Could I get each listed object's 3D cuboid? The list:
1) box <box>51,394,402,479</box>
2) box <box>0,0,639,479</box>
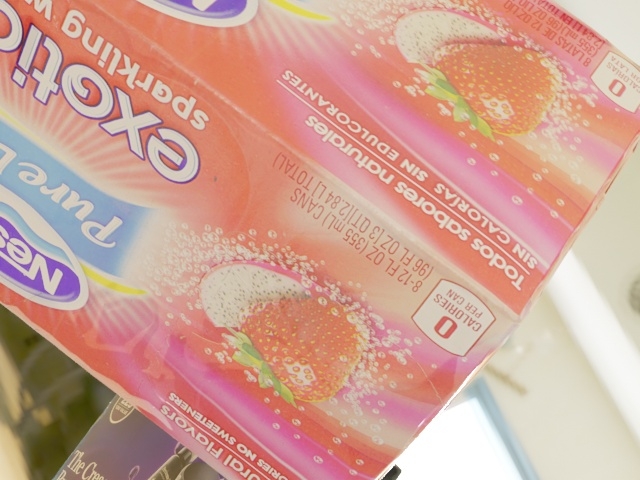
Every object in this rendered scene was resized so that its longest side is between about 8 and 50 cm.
[{"bbox_3d":[-0.086,0.183,1.072,0.103,0.184,0.261,45,-15,-25],"label":"box"},{"bbox_3d":[-0.058,-0.060,0.511,0.300,0.142,0.154,38,-44,3],"label":"box"}]
